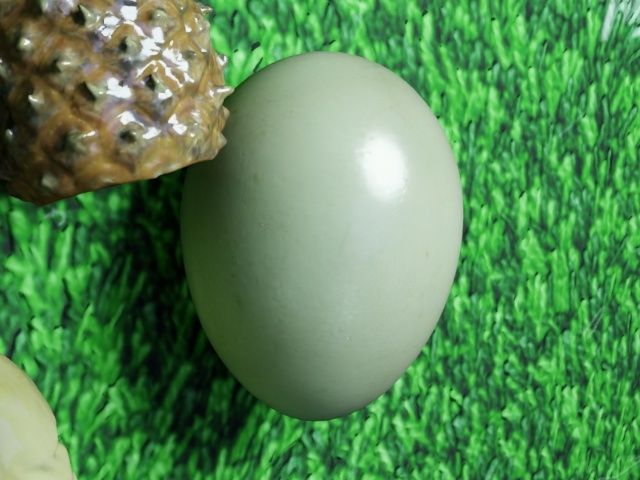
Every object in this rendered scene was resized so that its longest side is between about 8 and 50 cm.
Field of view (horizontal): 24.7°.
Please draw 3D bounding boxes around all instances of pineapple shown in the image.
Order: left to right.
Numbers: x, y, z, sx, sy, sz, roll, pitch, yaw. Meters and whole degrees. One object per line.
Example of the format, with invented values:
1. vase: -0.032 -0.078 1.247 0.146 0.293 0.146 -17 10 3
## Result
1. pineapple: -0.157 -0.165 0.860 0.158 0.158 0.279 -25 101 -36

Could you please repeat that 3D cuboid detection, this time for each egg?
1. egg: 0.000 0.000 0.983 0.188 0.188 0.254 -9 108 -40

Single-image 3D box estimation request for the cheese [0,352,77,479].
1. cheese: -0.248 0.172 0.855 0.226 0.117 0.214 -25 118 -30
